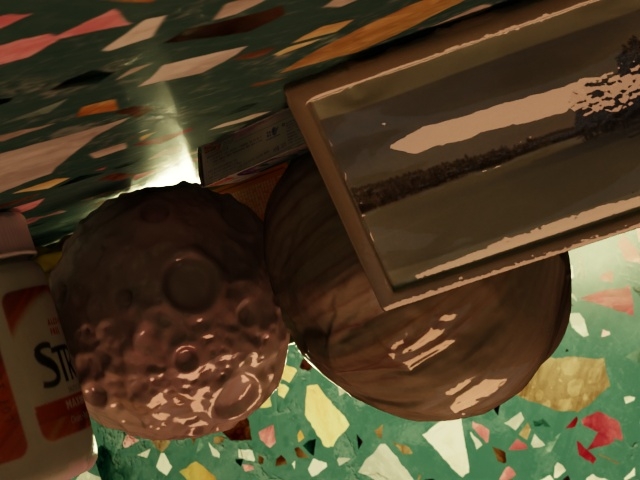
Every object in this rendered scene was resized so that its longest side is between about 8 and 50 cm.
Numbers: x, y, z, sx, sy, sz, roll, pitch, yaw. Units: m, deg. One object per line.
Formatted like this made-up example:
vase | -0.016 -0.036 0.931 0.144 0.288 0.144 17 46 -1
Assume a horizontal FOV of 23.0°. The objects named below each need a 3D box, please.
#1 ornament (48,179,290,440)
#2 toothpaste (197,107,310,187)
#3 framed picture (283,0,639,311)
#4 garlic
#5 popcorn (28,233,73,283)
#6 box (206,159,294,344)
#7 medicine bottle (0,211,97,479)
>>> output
ornament | -0.152 0.071 1.533 0.225 0.259 0.259 3 173 -13
toothpaste | -0.028 -0.086 1.278 0.047 0.040 0.196 -11 174 -42
framed picture | 0.145 -0.072 1.134 0.289 0.213 0.016 -18 -146 10
garlic | 0.083 0.013 1.381 0.259 0.317 0.317 -25 177 14
popcorn | -0.302 0.083 1.795 0.253 0.190 0.191 -5 157 43
box | 0.000 0.000 1.691 0.148 0.195 0.177 -19 177 36
medicine bottle | -0.344 0.123 1.375 0.252 0.241 0.252 -18 179 0
